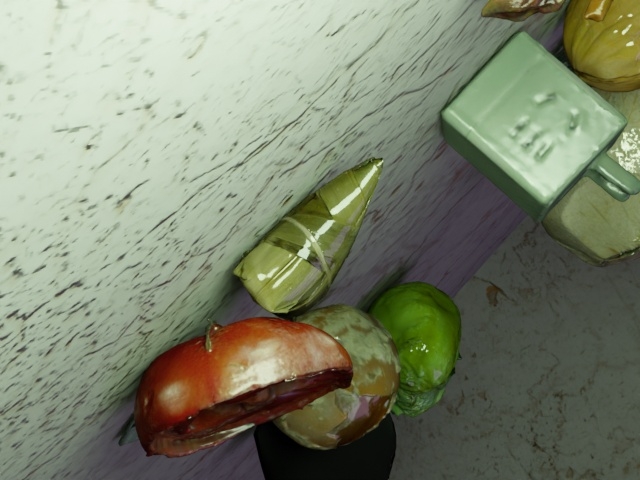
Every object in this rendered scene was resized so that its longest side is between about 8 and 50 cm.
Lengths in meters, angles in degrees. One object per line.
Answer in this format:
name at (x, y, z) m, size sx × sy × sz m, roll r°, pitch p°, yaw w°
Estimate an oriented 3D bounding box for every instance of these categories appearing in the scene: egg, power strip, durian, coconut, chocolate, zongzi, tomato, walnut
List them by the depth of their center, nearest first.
tomato at (-0.081, 0.128, 0.989) m, size 0.228 × 0.101 × 0.228 m, roll -17°, pitch 161°, yaw -6°
zongzi at (0.000, 0.000, 0.998) m, size 0.176 × 0.078 × 0.160 m, roll -49°, pitch 174°, yaw -5°
power strip at (0.268, -0.111, 1.192) m, size 0.140 × 0.224 × 0.139 m, roll -46°, pitch 169°, yaw -1°
walnut at (0.393, -0.278, 1.260) m, size 0.206 × 0.159 × 0.159 m, roll -48°, pitch 169°, yaw 1°
egg at (0.017, 0.184, 1.406) m, size 0.195 × 0.195 × 0.233 m, roll -53°, pitch 165°, yaw 30°
coconut at (0.509, -0.153, 1.705) m, size 0.346 × 0.360 × 0.346 m, roll -16°, pitch 168°, yaw -4°
durian at (0.183, 0.198, 1.954) m, size 0.205 × 0.255 × 0.339 m, roll -6°, pitch 155°, yaw -3°
chocolate at (0.004, 0.391, 1.966) m, size 0.283 × 0.283 × 0.186 m, roll -44°, pitch -175°, yaw -11°

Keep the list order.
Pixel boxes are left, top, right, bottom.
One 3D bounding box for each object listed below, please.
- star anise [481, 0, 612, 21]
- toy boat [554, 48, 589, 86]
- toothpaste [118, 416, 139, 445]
star anise at (0.224, -0.270, 0.814) m, size 0.196 × 0.111 × 0.212 m, roll -45°, pitch 164°, yaw -47°
toy boat at (0.408, -0.278, 1.407) m, size 0.085 × 0.078 × 0.260 m, roll 23°, pitch 141°, yaw -40°
toothpaste at (-0.143, 0.179, 1.204) m, size 0.067 × 0.037 × 0.255 m, roll -52°, pitch 164°, yaw 28°
